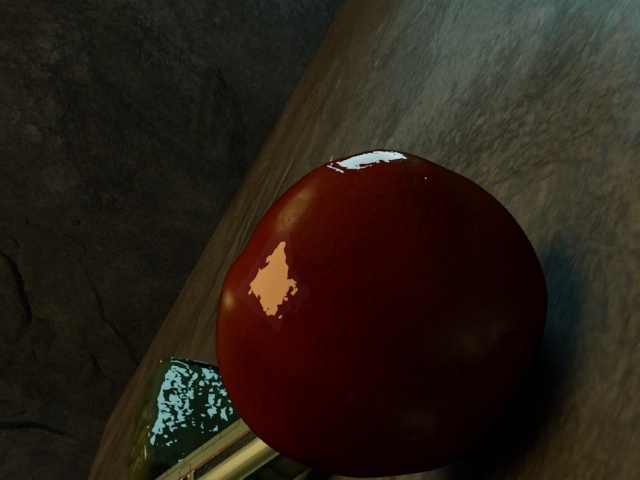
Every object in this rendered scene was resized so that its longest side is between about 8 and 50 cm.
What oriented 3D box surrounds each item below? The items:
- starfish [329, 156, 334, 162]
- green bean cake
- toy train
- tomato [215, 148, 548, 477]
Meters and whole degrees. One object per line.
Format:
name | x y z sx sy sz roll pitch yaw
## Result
starfish | 0.003 0.000 1.550 0.347 0.078 0.358 -39 27 62
green bean cake | -0.167 0.298 1.349 0.227 0.222 0.125 -84 18 -49
toy train | -0.132 0.319 1.171 0.407 0.086 0.088 -38 36 21
tomato | 0.062 0.078 0.794 0.226 0.298 0.299 39 105 43
